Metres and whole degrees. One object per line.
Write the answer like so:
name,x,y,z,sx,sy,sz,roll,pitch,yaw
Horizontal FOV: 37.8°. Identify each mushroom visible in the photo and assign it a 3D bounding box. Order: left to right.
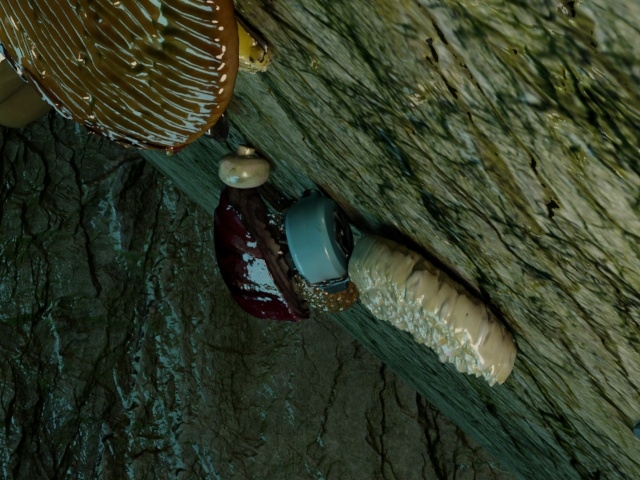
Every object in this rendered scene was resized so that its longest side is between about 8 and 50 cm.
mushroom,-0.119,-0.116,1.468,0.083,0.068,0.083,10,-168,-2

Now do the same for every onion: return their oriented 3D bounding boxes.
onion,-0.143,0.016,1.790,0.280,0.146,0.314,57,-168,-21

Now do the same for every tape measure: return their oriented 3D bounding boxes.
tape measure,0.000,0.000,1.314,0.125,0.081,0.146,57,-157,-43

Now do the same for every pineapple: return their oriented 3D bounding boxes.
pineapple,-0.013,0.023,1.645,0.125,0.125,0.251,34,160,48

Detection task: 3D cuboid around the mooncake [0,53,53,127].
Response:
mooncake,-0.528,-0.347,1.430,0.378,0.201,0.378,44,-172,-8

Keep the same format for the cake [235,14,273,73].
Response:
cake,-0.128,-0.235,0.893,0.184,0.116,0.080,11,-179,-7

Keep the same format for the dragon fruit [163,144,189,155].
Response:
dragon fruit,-0.334,-0.222,2.046,0.083,0.056,0.060,44,174,-4

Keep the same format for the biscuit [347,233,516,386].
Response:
biscuit,0.125,0.068,1.188,0.281,0.084,0.179,30,162,52

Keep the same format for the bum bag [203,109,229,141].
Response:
bum bag,-0.241,-0.244,1.234,0.340,0.095,0.144,47,-173,-27

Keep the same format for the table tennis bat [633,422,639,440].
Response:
table tennis bat,0.405,0.250,1.015,0.155,0.019,0.100,37,171,49

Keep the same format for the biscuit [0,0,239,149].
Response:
biscuit,-0.203,-0.213,0.804,0.317,0.040,0.318,23,139,22
